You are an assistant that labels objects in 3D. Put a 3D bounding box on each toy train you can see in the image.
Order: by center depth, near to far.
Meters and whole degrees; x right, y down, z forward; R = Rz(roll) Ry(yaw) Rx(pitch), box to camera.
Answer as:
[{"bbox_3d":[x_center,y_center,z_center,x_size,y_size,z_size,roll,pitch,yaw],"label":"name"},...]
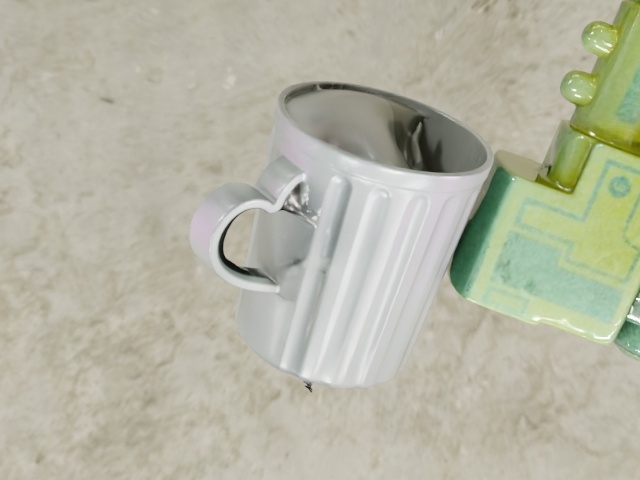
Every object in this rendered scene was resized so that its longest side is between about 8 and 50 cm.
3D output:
[{"bbox_3d":[0.269,-0.090,0.816,0.237,0.150,0.368,20,106,-1],"label":"toy train"}]

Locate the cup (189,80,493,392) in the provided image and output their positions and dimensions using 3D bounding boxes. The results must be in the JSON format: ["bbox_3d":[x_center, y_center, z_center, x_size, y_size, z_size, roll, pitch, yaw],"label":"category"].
[{"bbox_3d":[0.000,-0.007,0.832,0.221,0.167,0.202,8,117,-15],"label":"cup"}]
